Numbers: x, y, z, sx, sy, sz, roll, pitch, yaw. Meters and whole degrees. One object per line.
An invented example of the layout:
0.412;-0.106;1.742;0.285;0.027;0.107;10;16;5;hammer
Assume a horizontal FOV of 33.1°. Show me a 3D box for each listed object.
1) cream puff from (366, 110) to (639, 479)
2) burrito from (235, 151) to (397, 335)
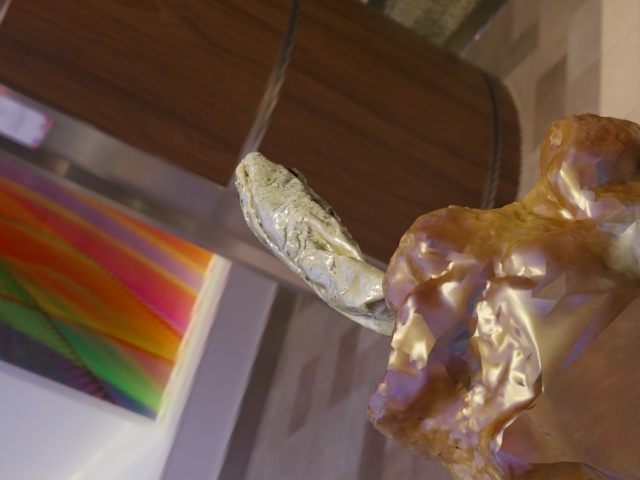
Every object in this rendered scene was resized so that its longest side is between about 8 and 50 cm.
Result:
0.166;0.058;0.540;0.241;0.269;0.155;-48;-14;-8;cream puff
-0.002;0.000;0.820;0.229;0.063;0.058;42;121;47;burrito
